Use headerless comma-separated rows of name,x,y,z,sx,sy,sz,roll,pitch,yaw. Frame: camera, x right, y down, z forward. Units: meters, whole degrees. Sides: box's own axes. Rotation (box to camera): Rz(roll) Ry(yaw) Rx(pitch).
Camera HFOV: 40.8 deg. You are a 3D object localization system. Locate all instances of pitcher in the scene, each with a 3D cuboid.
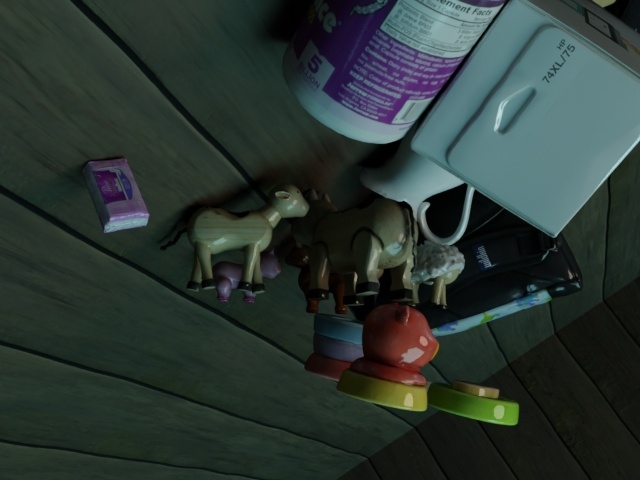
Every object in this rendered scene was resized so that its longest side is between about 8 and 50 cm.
pitcher,0.186,-0.107,1.249,0.207,0.178,0.125,-44,-179,25

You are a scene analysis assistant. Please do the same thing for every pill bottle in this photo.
pill bottle,0.094,-0.256,0.866,0.169,0.169,0.301,-9,146,-42

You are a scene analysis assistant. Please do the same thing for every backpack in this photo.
backpack,0.198,0.026,1.403,0.355,0.290,0.273,-29,173,8

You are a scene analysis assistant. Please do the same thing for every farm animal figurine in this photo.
farm animal figurine,0.000,0.000,1.211,0.327,0.172,0.330,-5,167,32

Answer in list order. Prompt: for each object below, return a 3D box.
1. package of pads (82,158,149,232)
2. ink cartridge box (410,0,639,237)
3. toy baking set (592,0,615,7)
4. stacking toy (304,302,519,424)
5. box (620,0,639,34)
package of pads,-0.229,-0.050,0.960,0.050,0.083,0.032,-10,152,-35
ink cartridge box,0.250,-0.178,1.003,0.198,0.197,0.270,-55,-176,30
toy baking set,0.383,-0.385,1.148,0.256,0.030,0.197,-27,150,-27
stacking toy,0.135,0.162,1.240,0.279,0.130,0.309,13,177,-19
box,0.545,-0.345,1.249,0.163,0.142,0.247,-40,161,-22
